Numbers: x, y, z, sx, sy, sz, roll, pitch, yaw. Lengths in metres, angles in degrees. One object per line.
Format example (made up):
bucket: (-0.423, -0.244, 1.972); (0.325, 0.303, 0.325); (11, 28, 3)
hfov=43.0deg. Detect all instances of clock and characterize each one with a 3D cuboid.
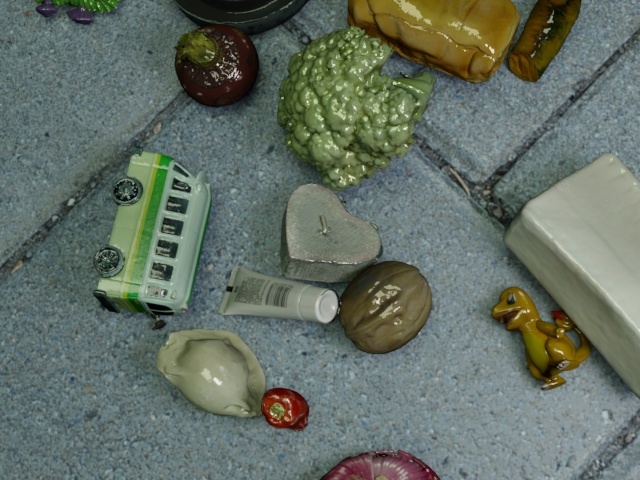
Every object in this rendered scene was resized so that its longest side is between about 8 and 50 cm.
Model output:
clock: (-0.151, -0.550, 1.569); (0.325, 0.067, 0.325); (-2, 76, 7)

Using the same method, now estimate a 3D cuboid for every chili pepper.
chili pepper: (-0.057, 0.276, 1.329); (0.070, 0.123, 0.073); (-31, 72, -2)

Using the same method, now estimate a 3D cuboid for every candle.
candle: (0.000, 0.000, 1.386); (0.192, 0.068, 0.168); (43, 56, 16)

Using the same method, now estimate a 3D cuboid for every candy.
candy: (0.475, 0.056, 1.277); (0.208, 0.145, 0.359); (-33, 74, -20)

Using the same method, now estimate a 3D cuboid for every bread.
bread: (0.198, -0.392, 1.436); (0.294, 0.132, 0.167); (26, 56, 15)

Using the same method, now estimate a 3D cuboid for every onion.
onion: (0.088, 0.440, 1.255); (0.229, 0.163, 0.230); (-6, 36, 5)

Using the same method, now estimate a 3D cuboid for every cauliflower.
cauliflower: (0.066, -0.208, 1.376); (0.281, 0.327, 0.260); (17, 95, -33)

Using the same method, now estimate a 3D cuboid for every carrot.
carrot: (0.398, -0.371, 1.443); (0.082, 0.082, 0.173); (31, 81, 14)

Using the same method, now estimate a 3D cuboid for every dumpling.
dumpling: (-0.173, 0.217, 1.377); (0.111, 0.181, 0.155); (-21, 37, 38)

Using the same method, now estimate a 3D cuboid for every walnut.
walnut: (0.107, 0.110, 1.342); (0.162, 0.140, 0.140); (-38, 74, 9)

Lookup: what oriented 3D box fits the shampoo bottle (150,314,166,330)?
shampoo bottle: (-0.313, 0.095, 1.457); (0.048, 0.027, 0.137); (-27, 74, -8)

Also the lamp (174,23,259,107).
lamp: (-0.192, -0.325, 1.485); (0.157, 0.135, 0.156); (-15, 75, 2)

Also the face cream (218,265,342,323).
face cream: (-0.077, 0.098, 1.371); (0.243, 0.058, 0.092); (6, 73, 41)

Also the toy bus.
toy bus: (-0.284, -0.010, 1.409); (0.164, 0.134, 0.276); (10, 72, 1)

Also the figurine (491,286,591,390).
figurine: (0.366, 0.143, 1.329); (0.122, 0.121, 0.176); (-24, 62, -27)

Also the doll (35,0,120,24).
doll: (-0.484, -0.489, 1.610); (0.190, 0.050, 0.115); (14, 86, 9)
